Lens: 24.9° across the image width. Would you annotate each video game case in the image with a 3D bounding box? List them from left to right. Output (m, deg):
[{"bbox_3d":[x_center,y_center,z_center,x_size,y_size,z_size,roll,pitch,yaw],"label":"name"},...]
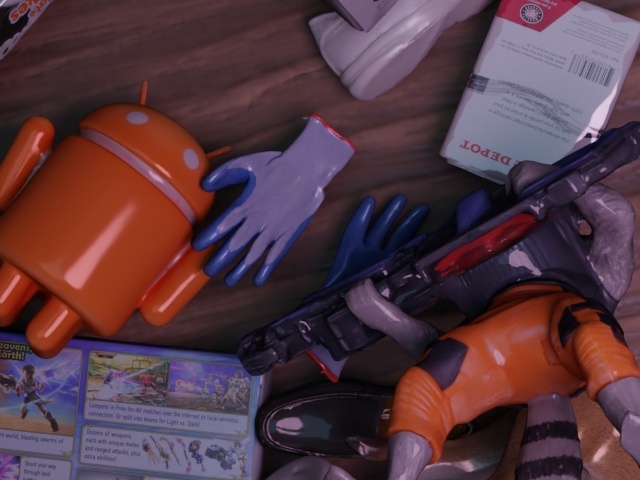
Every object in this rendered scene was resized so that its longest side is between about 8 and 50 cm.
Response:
[{"bbox_3d":[-0.181,0.200,1.153,0.269,0.061,0.244,5,89,7],"label":"video game case"}]

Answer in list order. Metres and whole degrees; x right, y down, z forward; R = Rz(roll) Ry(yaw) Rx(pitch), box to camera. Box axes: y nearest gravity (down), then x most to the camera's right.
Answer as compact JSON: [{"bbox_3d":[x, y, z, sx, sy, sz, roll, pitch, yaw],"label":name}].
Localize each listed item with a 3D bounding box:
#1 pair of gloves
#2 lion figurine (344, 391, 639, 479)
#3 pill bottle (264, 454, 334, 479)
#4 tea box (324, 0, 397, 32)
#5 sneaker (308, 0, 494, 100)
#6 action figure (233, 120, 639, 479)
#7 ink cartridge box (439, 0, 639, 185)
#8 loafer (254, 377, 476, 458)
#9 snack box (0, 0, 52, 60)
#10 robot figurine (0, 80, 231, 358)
[{"bbox_3d":[0.000,0.000,1.107,0.198,0.023,0.159,44,71,-14],"label":"pair of gloves"},{"bbox_3d":[0.233,0.190,1.033,0.392,0.142,0.240,41,77,1],"label":"lion figurine"},{"bbox_3d":[0.025,0.256,1.085,0.108,0.108,0.180,-44,109,5],"label":"pill bottle"},{"bbox_3d":[0.016,-0.391,1.024,0.329,0.220,0.323,-43,73,5],"label":"tea box"},{"bbox_3d":[0.082,-0.209,1.120,0.212,0.080,0.094,-39,74,7],"label":"sneaker"},{"bbox_3d":[0.101,0.083,0.979,0.341,0.330,0.178,-28,109,27],"label":"action figure"},{"bbox_3d":[0.169,-0.111,1.110,0.109,0.063,0.150,22,94,7],"label":"ink cartridge box"},{"bbox_3d":[0.036,0.137,1.103,0.170,0.061,0.062,-5,93,-11],"label":"loafer"},{"bbox_3d":[-0.314,-0.213,1.138,0.187,0.060,0.322,39,87,17],"label":"snack box"},{"bbox_3d":[-0.169,-0.016,1.108,0.158,0.128,0.219,26,72,39],"label":"robot figurine"}]
